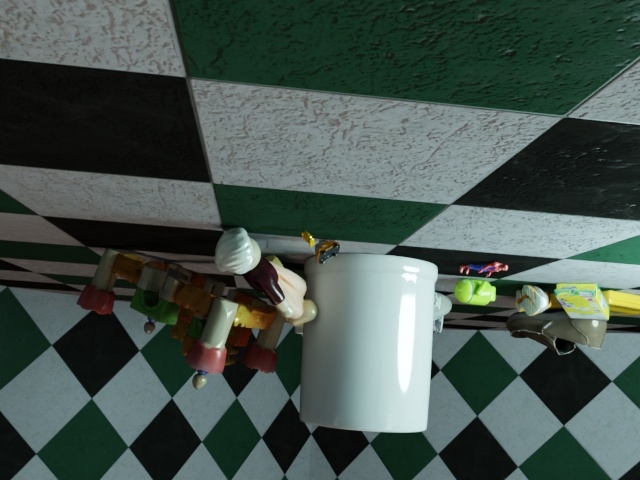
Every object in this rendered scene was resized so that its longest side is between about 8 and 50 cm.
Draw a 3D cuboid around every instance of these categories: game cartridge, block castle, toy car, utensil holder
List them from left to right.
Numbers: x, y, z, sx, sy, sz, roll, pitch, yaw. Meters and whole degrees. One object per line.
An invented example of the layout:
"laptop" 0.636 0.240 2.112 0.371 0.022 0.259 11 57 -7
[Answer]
"block castle" -0.335 0.194 1.545 0.453 0.213 0.303 19 179 30
"toy car" 0.000 0.000 1.249 0.040 0.060 0.122 46 171 29
"utensil holder" 0.111 0.247 1.528 0.327 0.385 0.327 4 170 1
"game cartridge" 0.811 0.197 1.918 0.285 0.053 0.323 11 168 -32

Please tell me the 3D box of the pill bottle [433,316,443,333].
"pill bottle" 0.281 0.242 2.121 0.245 0.130 0.130 3 169 4

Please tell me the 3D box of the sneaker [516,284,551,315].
"sneaker" 0.601 0.163 1.751 0.083 0.084 0.215 -1 178 6

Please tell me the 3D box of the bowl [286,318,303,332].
"bowl" -0.025 0.244 2.171 0.289 0.156 0.289 3 169 1

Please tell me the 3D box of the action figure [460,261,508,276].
"action figure" 0.374 0.065 1.435 0.038 0.030 0.115 19 160 -38

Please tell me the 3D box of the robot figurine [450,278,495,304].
"robot figurine" 0.411 0.138 1.697 0.115 0.067 0.101 7 174 -15

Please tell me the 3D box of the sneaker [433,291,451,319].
"sneaker" 0.328 0.190 1.940 0.262 0.099 0.121 11 163 -37

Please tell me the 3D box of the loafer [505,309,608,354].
"loafer" 0.698 0.278 1.909 0.134 0.130 0.366 8 167 -22

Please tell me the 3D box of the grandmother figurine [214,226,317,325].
"grandmother figurine" -0.120 0.069 1.321 0.208 0.104 0.342 36 172 29

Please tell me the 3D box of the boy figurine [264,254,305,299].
"boy figurine" -0.109 0.110 1.601 0.177 0.092 0.285 43 174 26

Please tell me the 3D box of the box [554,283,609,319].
"box" 0.696 0.159 1.687 0.105 0.043 0.179 -2 153 35
